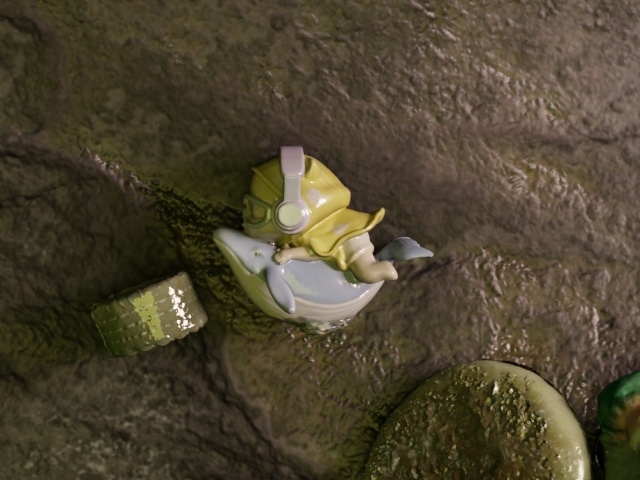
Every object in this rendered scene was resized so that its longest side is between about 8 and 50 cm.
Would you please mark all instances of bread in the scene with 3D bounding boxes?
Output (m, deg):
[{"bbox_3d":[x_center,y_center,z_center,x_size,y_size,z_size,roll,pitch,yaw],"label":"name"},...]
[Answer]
[{"bbox_3d":[0.143,0.241,1.735,0.267,0.040,0.267,-13,69,35],"label":"bread"}]

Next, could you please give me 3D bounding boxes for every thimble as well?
[{"bbox_3d":[-0.171,0.073,1.777,0.110,0.084,0.062,-19,95,17],"label":"thimble"}]

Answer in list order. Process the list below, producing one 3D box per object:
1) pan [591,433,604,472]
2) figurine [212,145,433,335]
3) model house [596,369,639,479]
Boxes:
[{"bbox_3d":[0.287,0.218,1.813,0.115,0.023,0.068,-23,97,2],"label":"pan"},{"bbox_3d":[0.000,0.000,1.746,0.209,0.128,0.183,-1,95,-6],"label":"figurine"},{"bbox_3d":[0.376,0.303,1.632,0.194,0.325,0.267,-10,130,3],"label":"model house"}]
